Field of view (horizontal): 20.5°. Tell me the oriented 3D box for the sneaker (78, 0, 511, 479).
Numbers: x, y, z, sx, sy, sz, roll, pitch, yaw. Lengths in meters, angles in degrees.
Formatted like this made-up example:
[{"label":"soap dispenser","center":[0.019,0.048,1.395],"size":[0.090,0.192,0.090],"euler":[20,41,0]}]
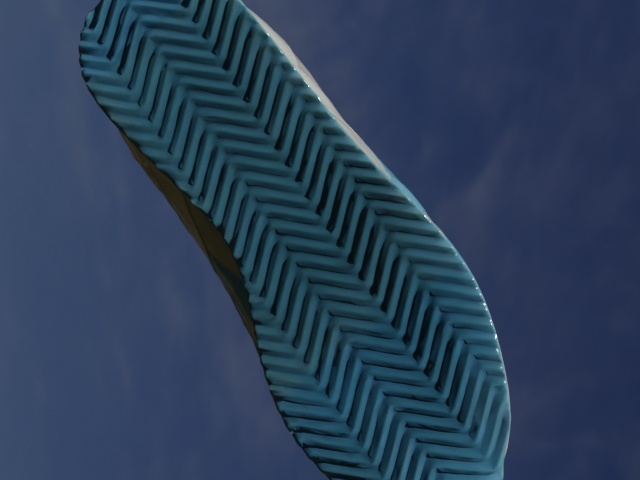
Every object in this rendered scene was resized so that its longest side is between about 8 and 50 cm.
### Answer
[{"label":"sneaker","center":[0.000,0.000,0.664],"size":[0.228,0.087,0.092],"euler":[59,6,6]}]
